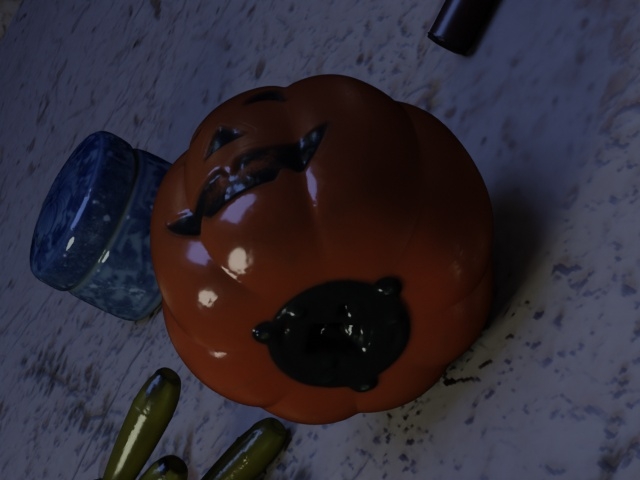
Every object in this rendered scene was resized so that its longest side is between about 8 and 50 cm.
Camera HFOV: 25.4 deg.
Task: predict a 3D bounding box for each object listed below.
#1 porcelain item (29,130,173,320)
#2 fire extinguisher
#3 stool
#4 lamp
[{"bbox_3d":[-0.184,-0.014,1.254,0.147,0.114,0.147,-46,28,34],"label":"porcelain item"},{"bbox_3d":[0.120,-0.203,0.925,0.173,0.035,0.049,-62,-15,4],"label":"fire extinguisher"},{"bbox_3d":[-0.086,0.161,0.879,0.134,0.135,0.110,48,115,17],"label":"stool"},{"bbox_3d":[0.000,0.000,0.770,0.187,0.188,0.164,-52,28,25],"label":"lamp"}]
